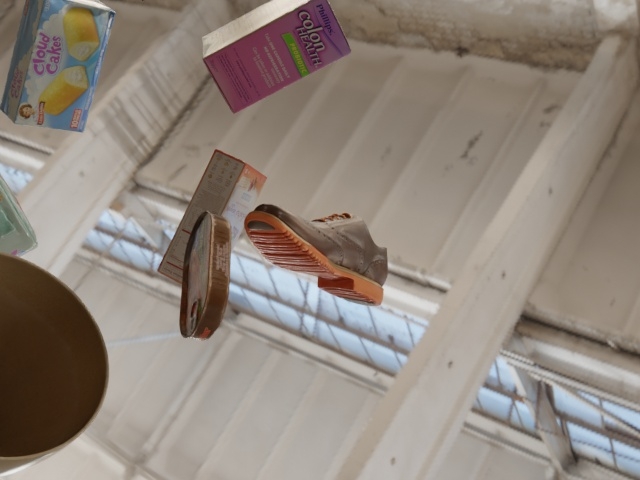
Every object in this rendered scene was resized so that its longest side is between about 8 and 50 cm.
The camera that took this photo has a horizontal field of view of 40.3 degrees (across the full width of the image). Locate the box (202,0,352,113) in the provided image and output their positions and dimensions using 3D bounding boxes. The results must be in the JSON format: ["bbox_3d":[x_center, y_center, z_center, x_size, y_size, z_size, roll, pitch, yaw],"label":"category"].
[{"bbox_3d":[-0.087,-0.364,1.621,0.243,0.117,0.213,-28,-156,4],"label":"box"}]

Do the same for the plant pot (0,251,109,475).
[{"bbox_3d":[-0.432,0.179,1.074,0.191,0.284,0.284,-45,-143,35],"label":"plant pot"}]

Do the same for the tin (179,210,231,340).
[{"bbox_3d":[-0.156,0.047,1.189,0.106,0.040,0.189,128,-32,-49],"label":"tin"}]

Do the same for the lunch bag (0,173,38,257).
[{"bbox_3d":[-0.584,-0.094,1.447,0.108,0.279,0.224,-32,-152,-15],"label":"lunch bag"}]

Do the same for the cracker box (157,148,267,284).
[{"bbox_3d":[-0.185,-0.031,1.526,0.067,0.156,0.232,26,-90,11],"label":"cracker box"}]

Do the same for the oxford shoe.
[{"bbox_3d":[0.000,0.000,1.549,0.130,0.364,0.132,6,-109,37],"label":"oxford shoe"}]

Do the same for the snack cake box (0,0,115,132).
[{"bbox_3d":[-0.528,-0.360,1.747,0.089,0.152,0.264,39,-64,41],"label":"snack cake box"}]
